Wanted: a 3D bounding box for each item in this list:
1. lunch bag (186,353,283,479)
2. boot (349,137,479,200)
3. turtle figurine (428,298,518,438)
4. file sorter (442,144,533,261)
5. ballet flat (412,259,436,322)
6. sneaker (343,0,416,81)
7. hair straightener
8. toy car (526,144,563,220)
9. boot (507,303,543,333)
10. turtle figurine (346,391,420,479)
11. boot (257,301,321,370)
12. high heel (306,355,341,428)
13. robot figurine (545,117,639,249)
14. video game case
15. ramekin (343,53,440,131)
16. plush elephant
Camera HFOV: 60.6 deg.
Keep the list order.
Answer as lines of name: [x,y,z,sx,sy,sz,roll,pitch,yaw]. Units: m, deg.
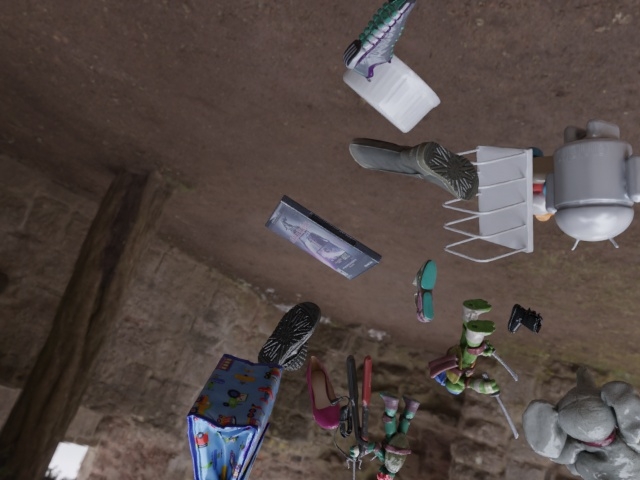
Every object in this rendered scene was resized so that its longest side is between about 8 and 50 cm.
lunch bag: [-0.179,0.419,1.103,0.138,0.294,0.221,10,-161,5]
boot: [0.179,-0.142,1.064,0.189,0.076,0.208,33,165,-33]
turtle figurine: [0.433,0.302,1.419,0.274,0.197,0.267,22,128,35]
file sorter: [0.440,-0.104,1.482,0.173,0.278,0.193,-14,-163,-23]
ballet flat: [0.363,0.179,1.939,0.076,0.222,0.079,10,167,-31]
sneaker: [0.158,-0.484,1.301,0.098,0.083,0.223,28,125,-33]
hair straightener: [0.066,0.363,1.190,0.088,0.231,0.047,0,179,22]
toy car: [0.768,-0.165,1.864,0.210,0.219,0.238,2,133,35]
boot: [0.672,0.273,1.794,0.045,0.121,0.099,-18,-147,-32]
turtle figurine: [0.169,0.500,1.353,0.118,0.234,0.175,14,175,40]
boot: [-0.092,0.401,2.276,0.131,0.348,0.260,47,-171,25]
high heel: [0.007,0.416,1.513,0.082,0.117,0.244,-14,-165,-1]
robot figurine: [0.757,-0.152,1.526,0.199,0.354,0.300,4,173,-26]
video game case: [0.000,0.000,1.363,0.274,0.026,0.196,31,158,-6]
ramekin: [0.195,-0.434,1.562,0.277,0.135,0.277,38,-166,-11]
plush elephant: [0.609,0.410,1.219,0.271,0.256,0.330,-16,-170,29]
